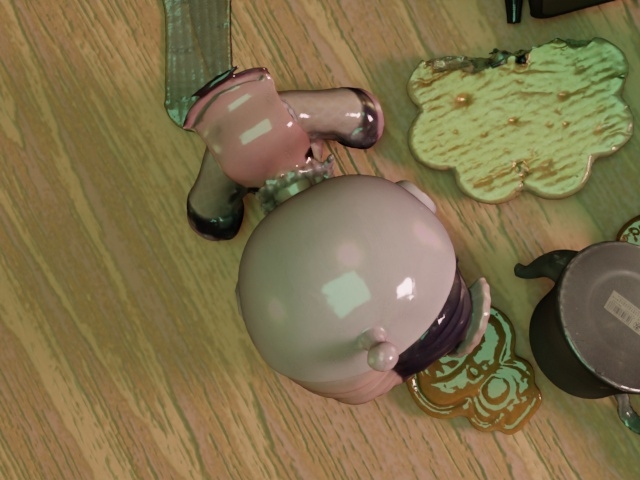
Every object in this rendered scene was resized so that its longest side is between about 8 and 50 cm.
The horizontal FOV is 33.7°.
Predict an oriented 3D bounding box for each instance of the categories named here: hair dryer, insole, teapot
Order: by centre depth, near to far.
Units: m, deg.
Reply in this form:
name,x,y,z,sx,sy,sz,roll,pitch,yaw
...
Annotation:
name,x,y,z,sx,sy,sz,roll,pitch,yaw
teapot,0.298,0.109,1.126,0.162,0.149,0.239,-35,82,-27
hair dryer,0.246,-0.288,1.197,0.083,0.031,0.079,-4,99,2
insole,-0.157,-0.304,1.276,0.119,0.009,0.348,-4,88,10

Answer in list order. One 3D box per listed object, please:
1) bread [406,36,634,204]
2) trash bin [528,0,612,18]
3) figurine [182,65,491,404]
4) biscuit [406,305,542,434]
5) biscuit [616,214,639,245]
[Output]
name,x,y,z,sx,sy,sz,roll,pitch,yaw
bread,0.223,-0.132,1.190,0.251,0.039,0.181,-6,89,10
trash bin,0.293,-0.437,1.118,0.223,0.158,0.343,-14,78,9
figurine,-0.007,0.006,1.131,0.253,0.211,0.361,-38,70,20
biscuit,0.147,0.125,1.206,0.236,0.040,0.144,42,102,10
biscuit,0.397,0.031,1.164,0.118,0.023,0.140,-15,87,7
